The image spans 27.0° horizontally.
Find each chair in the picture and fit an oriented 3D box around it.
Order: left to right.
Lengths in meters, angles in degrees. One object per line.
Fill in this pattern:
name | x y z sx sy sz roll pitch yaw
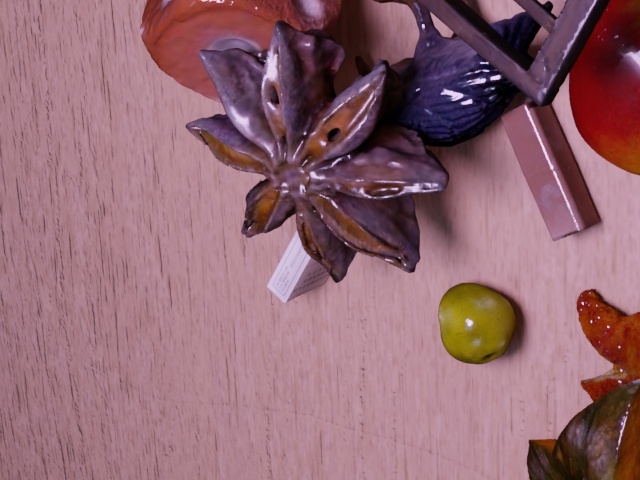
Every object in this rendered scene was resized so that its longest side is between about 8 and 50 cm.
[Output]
chair | 0.167 -0.331 1.239 0.416 0.240 0.203 46 128 26

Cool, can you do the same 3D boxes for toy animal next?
toy animal | 0.129 -0.187 1.421 0.298 0.122 0.185 1 100 51

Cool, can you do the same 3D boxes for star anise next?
star anise | -0.002 -0.097 1.430 0.331 0.117 0.332 21 139 20

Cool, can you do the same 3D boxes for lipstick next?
lipstick | 0.243 -0.076 1.411 0.045 0.045 0.145 -25 87 40

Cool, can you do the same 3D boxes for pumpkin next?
pumpkin | 0.302 0.298 1.400 0.258 0.095 0.290 146 108 -74

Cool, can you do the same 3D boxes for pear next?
pear | 0.176 0.090 1.498 0.092 0.092 0.097 -39 62 40

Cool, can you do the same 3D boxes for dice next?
dice | -0.088 -0.273 1.498 0.175 0.174 0.179 -33 41 50

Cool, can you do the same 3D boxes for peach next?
peach | 0.329 -0.162 1.260 0.189 0.226 0.196 -3 65 9

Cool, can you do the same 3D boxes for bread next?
bread | 0.361 0.122 1.345 0.269 0.095 0.139 -1 96 44

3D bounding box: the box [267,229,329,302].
box | 0.000 0.000 1.611 0.040 0.084 0.154 45 128 20
